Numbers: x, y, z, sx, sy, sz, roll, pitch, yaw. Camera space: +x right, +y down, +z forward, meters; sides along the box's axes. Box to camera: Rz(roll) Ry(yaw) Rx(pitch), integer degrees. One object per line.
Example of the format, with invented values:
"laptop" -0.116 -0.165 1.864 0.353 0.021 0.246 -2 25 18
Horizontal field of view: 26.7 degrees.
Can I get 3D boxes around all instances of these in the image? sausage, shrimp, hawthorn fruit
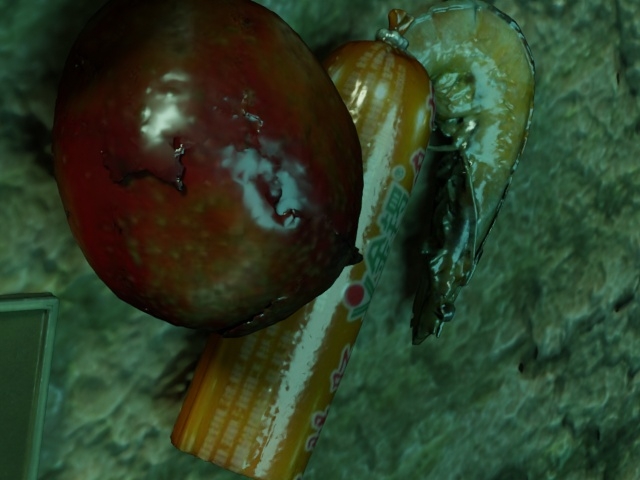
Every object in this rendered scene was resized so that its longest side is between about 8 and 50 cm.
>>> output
"sausage" 0.000 0.000 0.867 0.093 0.093 0.312 20 92 -44
"shrimp" 0.080 -0.048 0.957 0.143 0.052 0.251 8 93 -32
"hawthorn fruit" -0.071 -0.065 0.743 0.181 0.181 0.235 -28 106 -31

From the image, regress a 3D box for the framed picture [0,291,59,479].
"framed picture" -0.243 0.105 0.743 0.203 0.015 0.150 -3 108 -41
